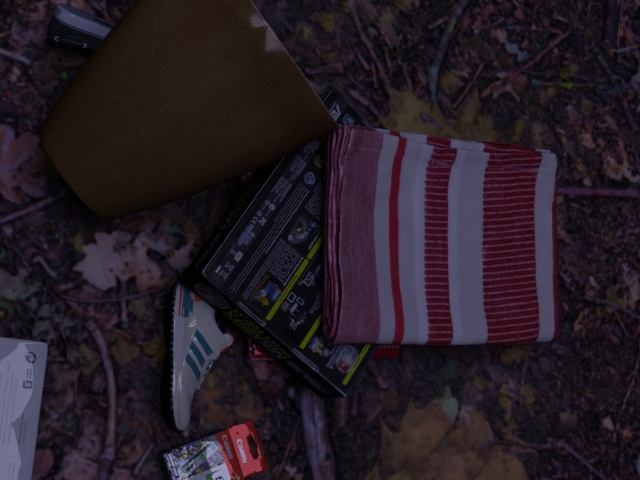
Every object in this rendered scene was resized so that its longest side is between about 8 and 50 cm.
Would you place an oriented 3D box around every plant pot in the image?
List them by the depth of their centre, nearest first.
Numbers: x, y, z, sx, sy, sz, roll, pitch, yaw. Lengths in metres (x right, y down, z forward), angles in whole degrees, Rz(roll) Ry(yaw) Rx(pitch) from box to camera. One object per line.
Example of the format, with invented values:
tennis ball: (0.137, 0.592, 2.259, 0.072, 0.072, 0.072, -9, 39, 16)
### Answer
plant pot: (-0.151, -0.139, 1.229, 0.254, 0.237, 0.237, -36, 97, 2)

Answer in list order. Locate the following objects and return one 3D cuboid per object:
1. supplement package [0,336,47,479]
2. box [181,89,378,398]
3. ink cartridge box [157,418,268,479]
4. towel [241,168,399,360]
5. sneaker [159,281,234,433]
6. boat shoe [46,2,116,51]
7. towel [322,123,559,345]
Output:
supplement package: (-0.404, 0.179, 1.074, 0.263, 0.198, 0.199, 10, 78, -23)
box: (0.007, 0.004, 1.328, 0.216, 0.060, 0.270, 42, 65, -19)
ink cartridge box: (-0.111, 0.238, 1.289, 0.115, 0.029, 0.062, -17, 88, -25)
towel: (0.000, 0.000, 1.381, 0.199, 0.031, 0.274, 2, 82, -26)
sneaker: (-0.129, 0.125, 1.285, 0.075, 0.057, 0.161, 4, 76, -18)
boat shoe: (-0.230, -0.214, 1.311, 0.142, 0.049, 0.040, 21, 108, -27)
towel: (0.146, 0.000, 1.354, 0.329, 0.037, 0.237, 3, 85, -33)
